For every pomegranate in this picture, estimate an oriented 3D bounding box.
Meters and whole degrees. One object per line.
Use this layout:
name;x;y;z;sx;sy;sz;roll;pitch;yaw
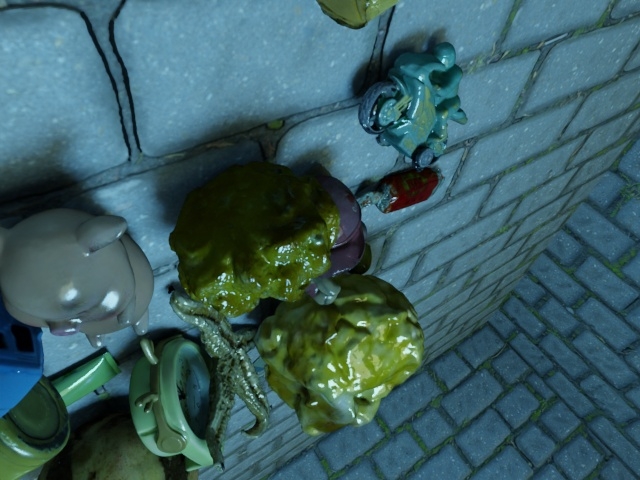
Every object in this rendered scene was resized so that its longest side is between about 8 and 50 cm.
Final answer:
pomegranate;-0.424;0.514;0.929;0.321;0.322;0.322;-29;149;-19

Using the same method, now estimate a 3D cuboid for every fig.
fig;0.096;0.042;1.093;0.088;0.073;0.074;-57;156;-17

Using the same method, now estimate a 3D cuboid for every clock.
clock;-0.288;0.306;0.866;0.096;0.235;0.308;-16;143;2

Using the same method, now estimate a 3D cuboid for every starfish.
starfish;-0.198;0.292;0.922;0.082;0.325;0.432;-7;161;7

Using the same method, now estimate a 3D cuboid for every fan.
fan;-0.160;0.339;1.275;0.113;0.005;0.175;-30;151;-15

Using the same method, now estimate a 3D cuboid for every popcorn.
popcorn;0.039;0.244;1.057;0.390;0.344;0.354;-43;-164;-6

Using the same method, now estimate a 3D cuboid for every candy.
candy;0.197;-0.116;0.998;0.291;0.059;0.086;-19;147;-31

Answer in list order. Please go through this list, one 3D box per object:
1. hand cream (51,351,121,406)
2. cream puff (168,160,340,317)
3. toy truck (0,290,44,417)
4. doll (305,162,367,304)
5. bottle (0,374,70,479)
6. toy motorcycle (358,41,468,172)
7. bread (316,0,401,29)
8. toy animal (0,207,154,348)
hand cream;-0.458;0.269;0.794;0.174;0.046;0.095;-32;150;-28
cream puff;-0.096;-0.004;0.633;0.244;0.244;0.196;-20;145;-31
toy truck;-0.467;0.095;0.415;0.161;0.162;0.385;-41;152;-1
doll;0.003;-0.001;0.807;0.152;0.196;0.256;-23;154;-25
bottle;-0.573;0.335;0.630;0.351;0.172;0.172;-33;151;-8
toy motorcycle;0.177;-0.239;0.775;0.199;0.109;0.296;-56;147;9
bread;0.044;-0.329;0.445;0.114;0.132;0.191;-37;153;-8
toy animal;-0.295;0.043;0.552;0.166;0.154;0.250;-20;165;-14
